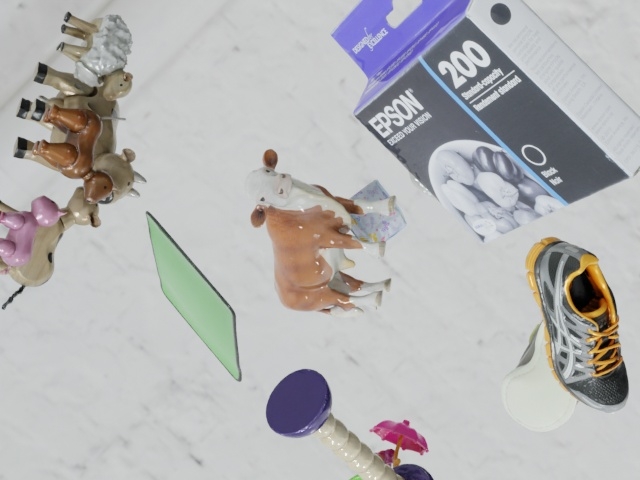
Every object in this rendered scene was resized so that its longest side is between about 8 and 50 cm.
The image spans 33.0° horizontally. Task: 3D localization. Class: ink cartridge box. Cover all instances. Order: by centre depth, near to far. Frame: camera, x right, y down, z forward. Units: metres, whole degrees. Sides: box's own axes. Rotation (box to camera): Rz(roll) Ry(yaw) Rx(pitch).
[{"bbox_3d":[0.102,-0.101,0.771,0.208,0.045,0.206,45,157,-5],"label":"ink cartridge box"}]

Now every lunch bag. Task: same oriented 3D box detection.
[{"bbox_3d":[0.076,-0.034,1.582,0.083,0.071,0.053,50,163,4],"label":"lunch bag"}]

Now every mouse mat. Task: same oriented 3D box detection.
[{"bbox_3d":[-0.133,0.063,1.149,0.152,0.007,0.190,47,160,21],"label":"mouse mat"}]

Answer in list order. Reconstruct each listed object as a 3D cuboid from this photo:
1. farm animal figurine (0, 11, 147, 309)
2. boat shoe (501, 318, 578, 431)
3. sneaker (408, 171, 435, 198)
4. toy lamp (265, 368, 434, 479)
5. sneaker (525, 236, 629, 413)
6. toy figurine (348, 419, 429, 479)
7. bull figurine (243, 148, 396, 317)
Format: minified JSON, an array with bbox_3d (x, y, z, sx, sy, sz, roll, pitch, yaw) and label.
[{"bbox_3d":[-0.337,-0.102,1.492,0.172,0.330,0.327,19,-129,-26],"label":"farm animal figurine"},{"bbox_3d":[0.343,0.173,1.555,0.109,0.091,0.305,32,145,15],"label":"boat shoe"},{"bbox_3d":[0.202,-0.179,1.764,0.135,0.150,0.366,7,161,27],"label":"sneaker"},{"bbox_3d":[0.048,0.231,1.104,0.275,0.080,0.080,45,175,-39],"label":"toy lamp"},{"bbox_3d":[0.295,0.099,1.198,0.215,0.084,0.083,65,159,-13],"label":"sneaker"},{"bbox_3d":[0.084,0.311,1.412,0.130,0.173,0.159,35,-150,-10],"label":"toy figurine"},{"bbox_3d":[0.000,0.000,1.459,0.188,0.101,0.310,11,146,10],"label":"bull figurine"}]
